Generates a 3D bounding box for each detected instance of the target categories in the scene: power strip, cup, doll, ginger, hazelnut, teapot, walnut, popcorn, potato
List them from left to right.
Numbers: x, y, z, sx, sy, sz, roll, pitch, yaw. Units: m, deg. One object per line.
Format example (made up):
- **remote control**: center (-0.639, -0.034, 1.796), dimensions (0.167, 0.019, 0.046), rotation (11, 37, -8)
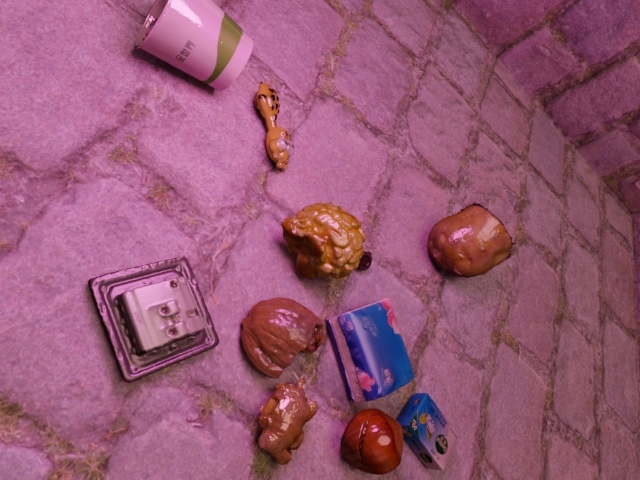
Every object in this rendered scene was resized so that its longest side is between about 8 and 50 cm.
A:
- **power strip**: center (-0.381, 0.170, 1.108), dimensions (0.251, 0.092, 0.257), rotation (-18, 80, -37)
- **cup**: center (-0.353, -0.584, 1.337), dimensions (0.274, 0.253, 0.253), rotation (29, 57, -34)
- **doll**: center (-0.150, -0.368, 1.500), dimensions (0.117, 0.086, 0.291), rotation (8, 66, -68)
- **walnut**: center (-0.094, 0.242, 1.272), dimensions (0.238, 0.141, 0.204), rotation (-26, 85, -43)
- **ginger**: center (-0.085, 0.458, 1.216), dimensions (0.157, 0.102, 0.216), rotation (44, 51, -25)
- **popcorn**: center (0.000, 0.000, 1.404), dimensions (0.251, 0.206, 0.237), rotation (4, 85, -24)
- **teapot**: center (0.136, 0.068, 1.577), dimensions (0.100, 0.045, 0.068), rotation (-38, 120, -23)
- **hazelnut**: center (0.145, 0.562, 1.321), dimensions (0.182, 0.182, 0.182), rotation (15, 64, -33)
- **potato**: center (0.558, 0.038, 1.807), dimensions (0.288, 0.301, 0.237), rotation (38, 69, 21)

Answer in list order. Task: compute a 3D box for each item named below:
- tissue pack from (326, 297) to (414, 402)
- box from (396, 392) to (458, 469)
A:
- **tissue pack**: center (0.158, 0.332, 1.428), dimensions (0.209, 0.137, 0.270), rotation (-10, 80, -38)
- **box**: center (0.344, 0.613, 1.503), dimensions (0.194, 0.073, 0.139), rotation (54, 49, -8)
